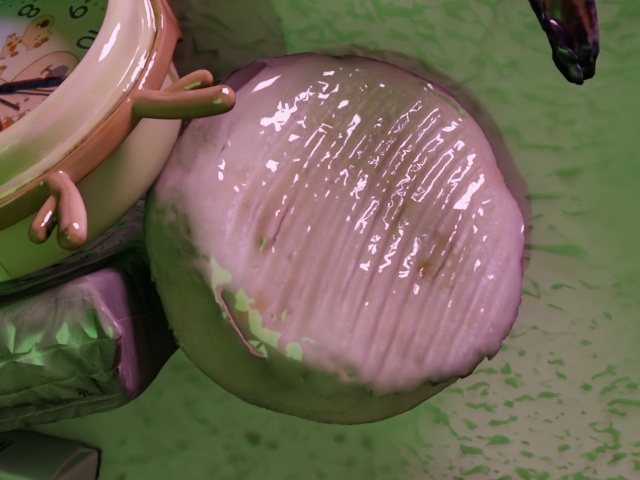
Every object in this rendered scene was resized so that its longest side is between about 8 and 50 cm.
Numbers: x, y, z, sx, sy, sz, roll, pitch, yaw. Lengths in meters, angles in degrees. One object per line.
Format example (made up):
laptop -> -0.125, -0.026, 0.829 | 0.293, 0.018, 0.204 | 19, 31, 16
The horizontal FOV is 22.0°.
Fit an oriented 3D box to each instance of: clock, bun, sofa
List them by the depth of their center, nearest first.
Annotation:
clock -> -0.182, -0.071, 0.942 | 0.235, 0.308, 0.096 | -46, 133, -20
bun -> 0.000, 0.000, 0.997 | 0.239, 0.141, 0.239 | 10, 67, -23
sofa -> -0.196, 0.010, 1.005 | 0.210, 0.225, 0.176 | -10, 101, 13

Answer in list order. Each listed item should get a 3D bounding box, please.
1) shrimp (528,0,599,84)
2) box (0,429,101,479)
shrimp -> 0.185, -0.161, 0.941 | 0.071, 0.233, 0.365 | 5, 113, 52
box -> -0.280, 0.270, 1.114 | 0.200, 0.106, 0.299 | 12, 98, 9
